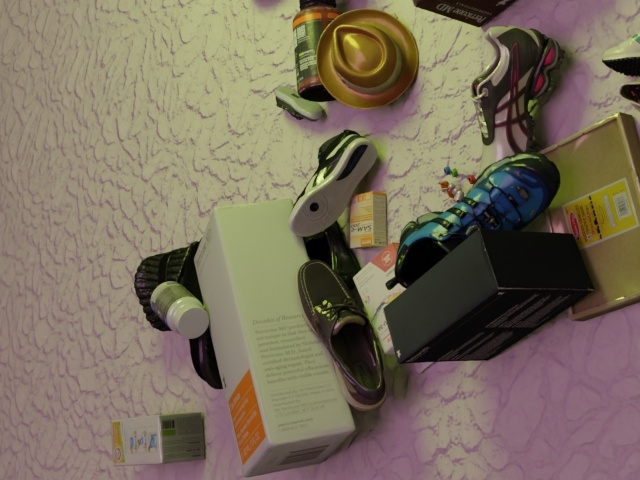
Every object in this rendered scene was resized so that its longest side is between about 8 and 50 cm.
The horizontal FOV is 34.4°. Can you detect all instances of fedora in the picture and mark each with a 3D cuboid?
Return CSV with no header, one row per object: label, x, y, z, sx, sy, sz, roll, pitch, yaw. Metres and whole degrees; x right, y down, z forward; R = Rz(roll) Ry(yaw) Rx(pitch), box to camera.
fedora,0.075,-0.330,1.832,0.194,0.079,0.194,-2,82,15

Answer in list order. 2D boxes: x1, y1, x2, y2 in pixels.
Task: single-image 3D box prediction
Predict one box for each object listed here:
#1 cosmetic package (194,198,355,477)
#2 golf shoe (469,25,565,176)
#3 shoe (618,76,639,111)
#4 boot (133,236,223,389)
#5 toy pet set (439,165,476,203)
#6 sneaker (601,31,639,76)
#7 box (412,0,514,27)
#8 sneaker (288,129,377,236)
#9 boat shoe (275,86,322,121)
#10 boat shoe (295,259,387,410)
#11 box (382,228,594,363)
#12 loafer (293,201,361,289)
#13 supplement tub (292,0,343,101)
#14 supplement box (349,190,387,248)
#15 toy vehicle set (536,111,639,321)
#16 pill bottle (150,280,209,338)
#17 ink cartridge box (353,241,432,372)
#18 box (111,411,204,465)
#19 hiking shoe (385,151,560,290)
cosmetic package,-0.095,0.178,1.901,0.230,0.162,0.453,120,139,-58
golf shoe,0.276,-0.197,1.601,0.105,0.120,0.272,-141,65,-72
shoe,0.503,-0.177,1.406,0.219,0.058,0.076,30,107,46
boot,-0.274,0.164,2.171,0.260,0.131,0.347,-23,58,37
toy pet set,0.210,-0.053,1.685,0.122,0.065,0.114,-143,38,-73
sneaker,0.477,-0.283,1.461,0.161,0.057,0.075,-5,65,49
box,0.252,-0.474,1.638,0.203,0.169,0.167,-33,63,41
sneaker,0.010,-0.107,1.906,0.217,0.079,0.121,-49,28,2
boat shoe,-0.043,-0.262,2.038,0.142,0.049,0.040,40,134,45
boat shoe,0.042,0.150,1.770,0.092,0.103,0.285,112,139,-62
box,0.242,0.088,1.538,0.261,0.184,0.103,-45,53,48
loafer,0.000,0.000,1.929,0.076,0.078,0.223,-53,50,30
supplement tub,0.002,-0.369,1.952,0.106,0.106,0.197,-16,74,46
supplement box,0.086,-0.035,1.869,0.062,0.036,0.098,-10,78,48
toy vehicle set,0.410,-0.032,1.509,0.166,0.035,0.266,-26,66,44
pill bottle,-0.273,0.137,2.013,0.137,0.078,0.078,32,109,56
ink cartridge box,0.144,0.116,1.763,0.115,0.067,0.198,-46,54,35
box,-0.356,0.433,2.248,0.203,0.114,0.103,-16,75,47
hiking shoe,0.234,-0.016,1.555,0.304,0.113,0.132,-37,14,36
